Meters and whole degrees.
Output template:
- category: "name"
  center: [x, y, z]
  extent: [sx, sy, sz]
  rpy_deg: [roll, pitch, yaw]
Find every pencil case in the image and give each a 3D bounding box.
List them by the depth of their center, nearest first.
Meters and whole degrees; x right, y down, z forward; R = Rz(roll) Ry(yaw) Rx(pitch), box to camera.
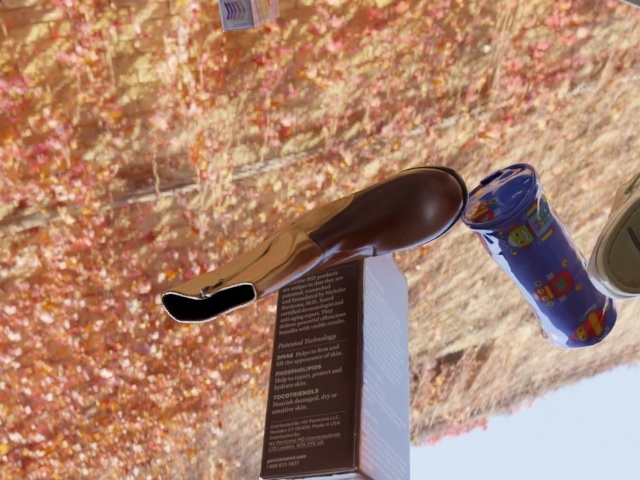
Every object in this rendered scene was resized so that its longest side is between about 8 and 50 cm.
- category: "pencil case"
  center: [0.312, 0.027, 1.170]
  extent: [0.119, 0.306, 0.133]
  rpy_deg: [-32, -147, 14]

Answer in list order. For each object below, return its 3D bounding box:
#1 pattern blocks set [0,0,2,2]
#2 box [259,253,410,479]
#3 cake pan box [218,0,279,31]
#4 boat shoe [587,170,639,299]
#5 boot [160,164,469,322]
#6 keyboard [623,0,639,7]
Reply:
- category: "pattern blocks set"
  center: [-0.417, -0.403, 1.129]
  extent: [0.285, 0.026, 0.325]
  rpy_deg: [-49, -146, 0]
- category: "box"
  center: [0.030, 0.171, 1.133]
  extent: [0.143, 0.191, 0.381]
  rpy_deg: [-12, -129, 23]
- category: "cake pan box"
  center: [-0.143, -0.523, 1.525]
  extent: [0.070, 0.245, 0.267]
  rpy_deg: [-5, -163, 10]
- category: "boat shoe"
  center: [0.418, -0.025, 1.022]
  extent: [0.302, 0.103, 0.113]
  rpy_deg: [-38, -87, -27]
- category: "boot"
  center: [0.000, 0.000, 0.906]
  extent: [0.264, 0.096, 0.280]
  rpy_deg: [-9, -171, 35]
- category: "keyboard"
  center: [0.465, -0.437, 1.349]
  extent: [0.256, 0.014, 0.072]
  rpy_deg: [16, -100, -15]
